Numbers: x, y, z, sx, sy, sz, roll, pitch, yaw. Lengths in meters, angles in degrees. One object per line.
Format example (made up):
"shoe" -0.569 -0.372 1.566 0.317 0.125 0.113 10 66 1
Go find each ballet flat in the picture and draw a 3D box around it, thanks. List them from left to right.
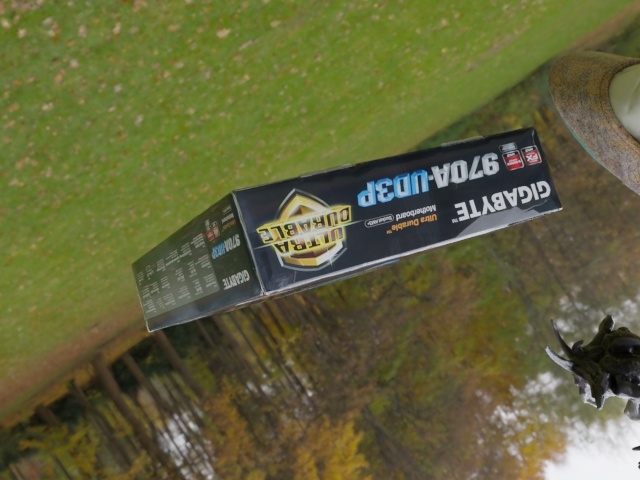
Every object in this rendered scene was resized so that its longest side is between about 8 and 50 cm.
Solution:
"ballet flat" 0.289 -0.061 0.593 0.108 0.316 0.106 -26 151 -16

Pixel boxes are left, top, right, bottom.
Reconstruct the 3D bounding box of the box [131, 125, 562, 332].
"box" 0.000 0.000 0.476 0.175 0.051 0.220 -14 176 -27

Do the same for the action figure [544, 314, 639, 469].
"action figure" 0.374 0.177 0.883 0.164 0.276 0.140 -50 152 -58
